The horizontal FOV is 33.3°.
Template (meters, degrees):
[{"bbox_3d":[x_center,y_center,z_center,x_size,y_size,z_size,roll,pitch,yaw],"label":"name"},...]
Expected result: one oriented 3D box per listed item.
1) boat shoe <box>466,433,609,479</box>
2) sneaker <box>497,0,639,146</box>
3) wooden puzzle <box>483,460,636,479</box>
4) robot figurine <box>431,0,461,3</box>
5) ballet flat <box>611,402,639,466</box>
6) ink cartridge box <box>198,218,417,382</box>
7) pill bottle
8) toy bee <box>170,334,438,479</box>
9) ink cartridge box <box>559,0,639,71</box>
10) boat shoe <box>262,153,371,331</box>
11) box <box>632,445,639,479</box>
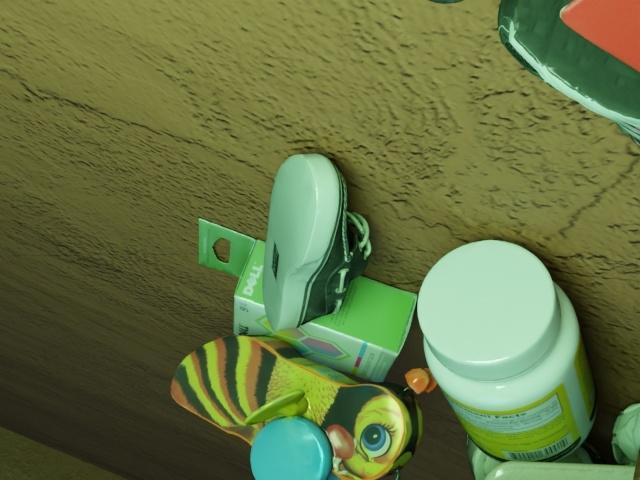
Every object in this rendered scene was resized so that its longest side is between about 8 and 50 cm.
[{"bbox_3d":[0.247,0.254,1.136,0.324,0.116,0.097,37,-166,-37],"label":"boat shoe"},{"bbox_3d":[0.163,-0.072,0.529,0.178,0.072,0.077,28,167,-4],"label":"sneaker"},{"bbox_3d":[0.222,0.230,0.932,0.221,0.044,0.239,4,162,-6],"label":"wooden puzzle"},{"bbox_3d":[-0.034,-0.185,0.294,0.278,0.209,0.173,31,-167,-24],"label":"robot figurine"},{"bbox_3d":[0.306,0.192,0.997,0.074,0.074,0.203,12,158,19],"label":"ballet flat"},{"bbox_3d":[-0.025,0.060,0.983,0.209,0.062,0.109,20,157,3],"label":"ink cartridge box"},{"bbox_3d":[0.148,0.092,0.838,0.119,0.119,0.208,9,154,25],"label":"pill bottle"},{"bbox_3d":[0.023,0.155,0.928,0.298,0.162,0.195,34,-173,1],"label":"toy bee"},{"bbox_3d":[0.229,-0.087,0.422,0.231,0.078,0.134,27,156,-15],"label":"ink cartridge box"},{"bbox_3d":[0.000,0.000,0.832,0.070,0.078,0.219,-9,154,-14],"label":"boat shoe"},{"bbox_3d":[0.308,0.110,0.638,0.057,0.201,0.293,26,156,-16],"label":"box"}]
